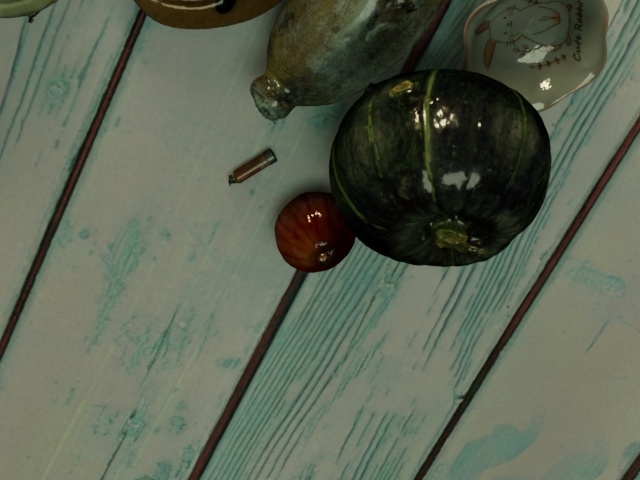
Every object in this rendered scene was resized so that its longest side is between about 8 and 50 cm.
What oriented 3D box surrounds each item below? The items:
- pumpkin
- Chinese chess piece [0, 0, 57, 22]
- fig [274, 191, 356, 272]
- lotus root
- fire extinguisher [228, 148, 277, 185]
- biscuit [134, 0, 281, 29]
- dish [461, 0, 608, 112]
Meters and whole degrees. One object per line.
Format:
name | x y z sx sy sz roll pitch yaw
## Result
pumpkin | 0.170 -0.103 2.046 0.323 0.241 0.323 1 149 1
Chinese chess piece | -0.399 -0.388 1.806 0.238 0.092 0.237 -1 124 -1
fig | 0.001 -0.013 2.170 0.128 0.150 0.128 0 90 -34
lotus root | 0.037 -0.299 1.964 0.175 0.175 0.349 34 115 -31
fire extinguisher | -0.103 -0.105 2.142 0.083 0.022 0.028 -32 156 9
biscuit | -0.165 -0.440 1.872 0.314 0.063 0.367 -11 127 -8
dish | 0.300 -0.296 2.076 0.229 0.081 0.229 -5 128 -7
